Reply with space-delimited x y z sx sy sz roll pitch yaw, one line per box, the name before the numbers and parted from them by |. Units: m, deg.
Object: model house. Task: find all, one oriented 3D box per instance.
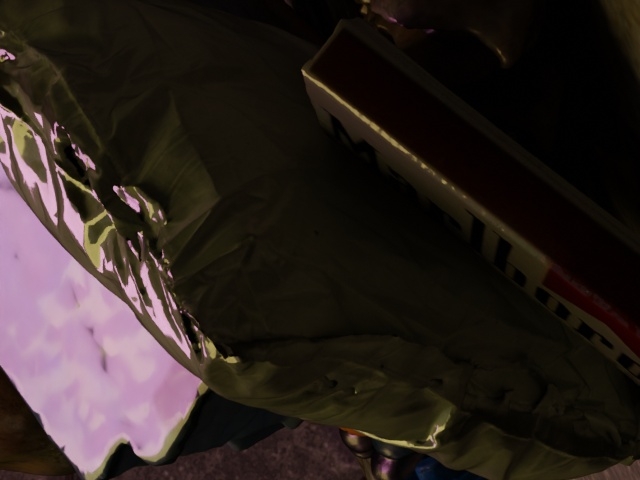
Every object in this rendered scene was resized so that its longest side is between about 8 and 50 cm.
model house | -0.057 -0.039 1.332 0.339 0.297 0.360 -6 -135 -49

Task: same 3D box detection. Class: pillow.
pillow | 0.000 0.000 0.878 0.310 0.138 0.283 19 -157 -40

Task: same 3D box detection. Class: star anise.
star anise | 0.034 -0.127 0.769 0.197 0.073 0.212 62 173 -11

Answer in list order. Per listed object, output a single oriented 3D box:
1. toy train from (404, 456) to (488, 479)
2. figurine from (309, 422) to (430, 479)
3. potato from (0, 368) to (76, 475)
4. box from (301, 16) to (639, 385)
toy train | 0.066 0.286 1.352 0.188 0.265 0.300 66 173 -9
figurine | 0.007 0.062 1.612 0.332 0.204 0.185 34 -176 -37
potato | -0.273 0.062 1.511 0.326 0.243 0.221 43 116 54
box | 0.074 -0.010 0.719 0.177 0.036 0.115 39 175 8
